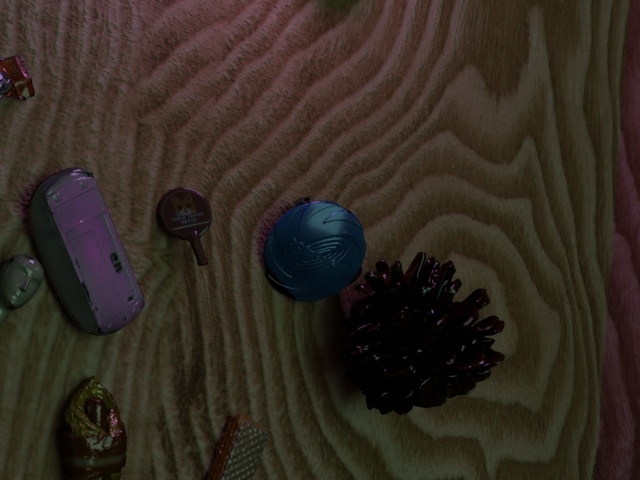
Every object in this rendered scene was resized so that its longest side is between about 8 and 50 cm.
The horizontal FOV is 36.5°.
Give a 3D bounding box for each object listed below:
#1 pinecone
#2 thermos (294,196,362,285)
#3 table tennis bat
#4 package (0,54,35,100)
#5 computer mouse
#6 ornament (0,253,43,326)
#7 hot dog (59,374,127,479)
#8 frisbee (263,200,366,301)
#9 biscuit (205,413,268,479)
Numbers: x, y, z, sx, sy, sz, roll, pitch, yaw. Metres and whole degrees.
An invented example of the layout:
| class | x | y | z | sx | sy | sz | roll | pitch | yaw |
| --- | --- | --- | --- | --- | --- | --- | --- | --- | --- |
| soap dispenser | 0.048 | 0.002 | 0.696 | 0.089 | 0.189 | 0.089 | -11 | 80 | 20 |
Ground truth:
| class | x | y | z | sx | sy | sz | roll | pitch | yaw |
| --- | --- | --- | --- | --- | --- | --- | --- | --- | --- |
| pinecone | 0.222 | 0.209 | 2.238 | 0.398 | 0.398 | 0.397 | 5 | 83 | -48 |
| thermos | 0.002 | 0.001 | 2.225 | 0.124 | 0.099 | 0.232 | -48 | 123 | -26 |
| table tennis bat | -0.276 | -0.011 | 1.985 | 0.107 | 0.119 | 0.170 | -15 | 74 | -23 |
| package | -0.548 | -0.276 | 1.687 | 0.077 | 0.033 | 0.111 | 53 | 33 | -1 |
| computer mouse | -0.425 | 0.021 | 1.767 | 0.158 | 0.072 | 0.310 | -37 | 114 | -45 |
| ornament | -0.528 | 0.094 | 1.646 | 0.075 | 0.081 | 0.156 | 46 | 60 | -30 |
| hot dog | -0.403 | 0.376 | 1.749 | 0.123 | 0.093 | 0.261 | -6 | 91 | -48 |
| frisbee | -0.008 | 0.030 | 2.157 | 0.242 | 0.045 | 0.242 | -7 | 112 | -17 |
| biscuit | -0.208 | 0.543 | 1.981 | 0.094 | 0.054 | 0.378 | 42 | 58 | -37 |
